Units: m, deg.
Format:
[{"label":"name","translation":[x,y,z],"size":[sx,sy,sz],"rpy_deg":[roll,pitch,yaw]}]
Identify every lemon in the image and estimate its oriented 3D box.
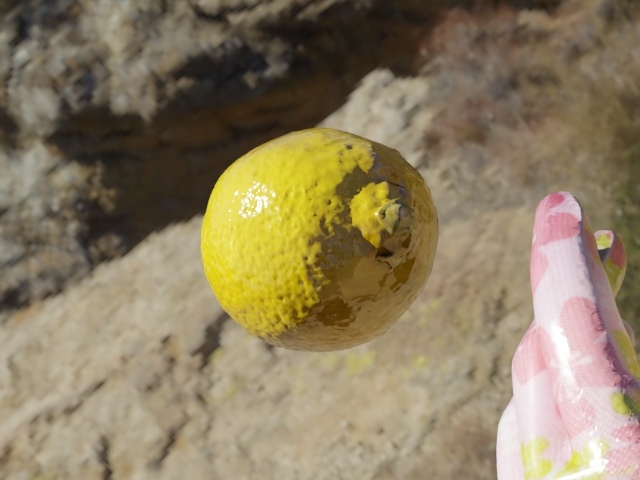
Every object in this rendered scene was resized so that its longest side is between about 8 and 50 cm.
[{"label":"lemon","translation":[0.000,0.000,1.352],"size":[0.256,0.188,0.188],"rpy_deg":[-25,27,56]}]

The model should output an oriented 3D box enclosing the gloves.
[{"label":"gloves","translation":[0.127,0.093,0.664],"size":[0.126,0.241,0.145],"rpy_deg":[-19,-17,-23]}]
